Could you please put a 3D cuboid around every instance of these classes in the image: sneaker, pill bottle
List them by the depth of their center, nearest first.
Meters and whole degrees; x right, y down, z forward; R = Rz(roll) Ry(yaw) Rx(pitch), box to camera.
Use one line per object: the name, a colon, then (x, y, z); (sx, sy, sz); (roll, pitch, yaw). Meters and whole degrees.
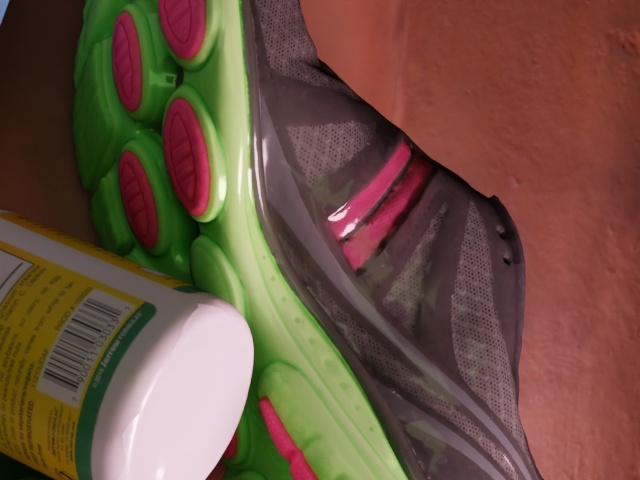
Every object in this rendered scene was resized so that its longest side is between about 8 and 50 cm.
pill bottle: (-0.150, 0.052, 0.692); (0.208, 0.117, 0.117); (20, 71, 24)
sneaker: (0.000, 0.000, 0.789); (0.202, 0.185, 0.482); (-20, 91, -40)

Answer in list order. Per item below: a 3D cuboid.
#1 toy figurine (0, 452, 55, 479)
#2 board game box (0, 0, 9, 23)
toy figurine: (-0.120, 0.207, 0.719); (0.173, 0.130, 0.159); (13, 93, 13)
board game box: (-0.200, -0.223, 0.643); (0.079, 0.336, 0.253); (-2, 82, -20)
